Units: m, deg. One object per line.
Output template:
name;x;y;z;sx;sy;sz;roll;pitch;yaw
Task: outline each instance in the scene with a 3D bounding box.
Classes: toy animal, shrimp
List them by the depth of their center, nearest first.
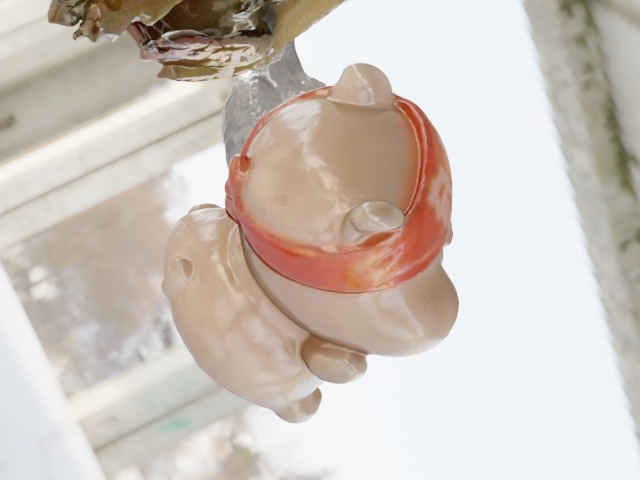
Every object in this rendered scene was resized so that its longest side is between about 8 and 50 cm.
shrimp;-0.017;-0.104;0.557;0.068;0.248;0.150;35;-61;14
toy animal;0.000;0.000;1.049;0.197;0.171;0.171;-43;-112;38
toy animal;-0.031;-0.088;1.344;0.195;0.090;0.324;-110;-163;-63
